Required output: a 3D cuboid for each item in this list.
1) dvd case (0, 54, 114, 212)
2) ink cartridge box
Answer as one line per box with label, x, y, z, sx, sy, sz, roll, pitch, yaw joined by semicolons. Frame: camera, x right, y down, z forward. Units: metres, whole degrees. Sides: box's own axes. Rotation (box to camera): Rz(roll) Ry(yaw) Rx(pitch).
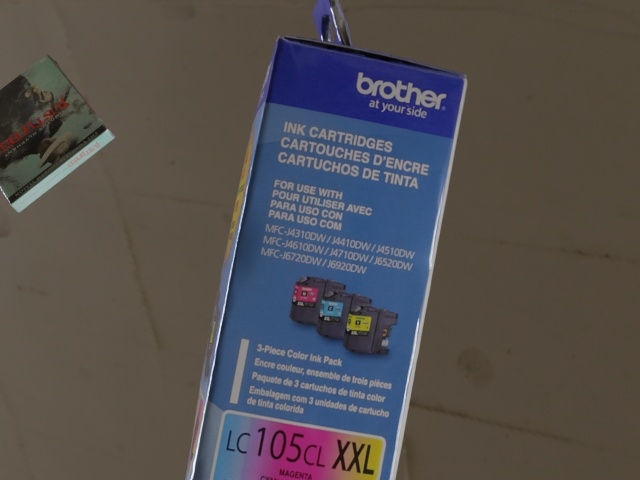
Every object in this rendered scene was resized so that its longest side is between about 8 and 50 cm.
dvd case;-0.211;-0.082;0.711;0.119;0.087;0.013;48;-6;38
ink cartridge box;0.000;0.000;0.795;0.151;0.270;0.395;13;-93;-6
